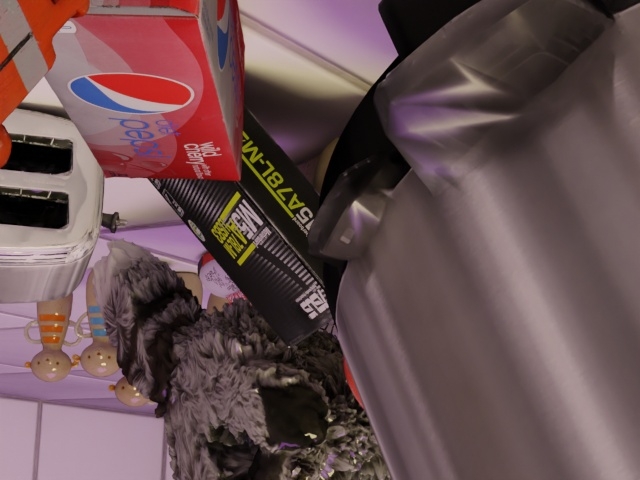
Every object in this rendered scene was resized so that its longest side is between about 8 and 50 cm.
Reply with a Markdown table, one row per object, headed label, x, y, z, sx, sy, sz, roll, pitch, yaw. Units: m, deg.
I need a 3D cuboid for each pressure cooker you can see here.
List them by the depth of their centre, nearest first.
| label | x | y | z | sx | sy | sz | roll | pitch | yaw |
| --- | --- | --- | --- | --- | --- | --- | --- | --- | --- |
| pressure cooker | 0.192 | 0.039 | 0.631 | 0.375 | 0.420 | 0.370 | -12 | 146 | -14 |

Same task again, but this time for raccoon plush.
| label | x | y | z | sx | sy | sz | roll | pitch | yaw |
| --- | --- | --- | --- | --- | --- | --- | --- | --- | --- |
| raccoon plush | 0.012 | 0.113 | 1.251 | 0.299 | 0.446 | 0.216 | -5 | 137 | -31 |

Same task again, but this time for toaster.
| label | x | y | z | sx | sy | sz | roll | pitch | yaw |
| --- | --- | --- | --- | --- | --- | --- | --- | --- | --- |
| toaster | -0.247 | -0.026 | 1.016 | 0.227 | 0.129 | 0.146 | 7 | 165 | -16 |

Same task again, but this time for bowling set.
| label | x | y | z | sx | sy | sz | roll | pitch | yaw |
| --- | --- | --- | --- | --- | --- | --- | --- | --- | --- |
| bowling set | -0.218 | 0.114 | 1.616 | 0.287 | 0.154 | 0.200 | 2 | 169 | -1 |

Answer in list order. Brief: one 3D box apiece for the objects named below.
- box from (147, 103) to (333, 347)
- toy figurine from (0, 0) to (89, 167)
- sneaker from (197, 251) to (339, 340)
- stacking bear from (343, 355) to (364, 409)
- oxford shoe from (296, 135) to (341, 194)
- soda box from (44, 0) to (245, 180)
| label | x | y | z | sx | sy | sz | roll | pitch | yaw |
| --- | --- | --- | --- | --- | --- | --- | --- | --- | --- |
| box | -0.048 | -0.017 | 0.946 | 0.045 | 0.184 | 0.191 | -37 | 179 | -17 |
| toy figurine | -0.217 | -0.082 | 0.511 | 0.209 | 0.148 | 0.213 | 43 | 155 | -17 |
| sneaker | -0.049 | 0.077 | 1.432 | 0.090 | 0.145 | 0.270 | 10 | 166 | -36 |
| stacking bear | 0.134 | 0.046 | 0.947 | 0.164 | 0.175 | 0.289 | 11 | -154 | 41 |
| oxford shoe | 0.000 | 0.000 | 1.088 | 0.146 | 0.140 | 0.397 | 7 | 167 | 2 |
| soda box | -0.086 | -0.104 | 0.695 | 0.083 | 0.092 | 0.263 | 1 | 168 | 1 |
